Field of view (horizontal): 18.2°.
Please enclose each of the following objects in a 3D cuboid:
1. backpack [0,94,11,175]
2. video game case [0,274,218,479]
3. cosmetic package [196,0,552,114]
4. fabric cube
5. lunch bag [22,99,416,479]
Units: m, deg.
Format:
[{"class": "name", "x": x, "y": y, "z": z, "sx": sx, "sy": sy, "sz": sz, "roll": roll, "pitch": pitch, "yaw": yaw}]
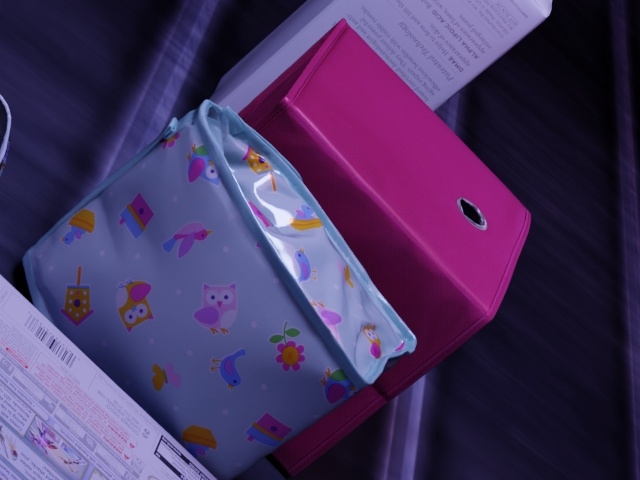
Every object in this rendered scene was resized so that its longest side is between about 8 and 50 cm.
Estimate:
[{"class": "backpack", "x": -0.342, "y": -0.056, "z": 1.357, "sx": 0.225, "sy": 0.191, "sz": 0.253, "roll": 38, "pitch": 18, "yaw": -17}, {"class": "video game case", "x": -0.193, "y": 0.178, "z": 1.439, "sx": 0.269, "sy": 0.061, "sz": 0.244, "roll": 45, "pitch": 23, "yaw": -11}, {"class": "cosmetic package", "x": 0.051, "y": -0.192, "z": 2.019, "sx": 0.156, "sy": 0.385, "sz": 0.217, "roll": 45, "pitch": 26, "yaw": -9}, {"class": "fabric cube", "x": 0.000, "y": 0.000, "z": 1.798, "sx": 0.258, "sy": 0.259, "sz": 0.254, "roll": 47, "pitch": 25, "yaw": -7}, {"class": "lunch bag", "x": -0.091, "y": 0.048, "z": 1.607, "sx": 0.262, "sy": 0.223, "sz": 0.160, "roll": 54, "pitch": 24, "yaw": 3}]
